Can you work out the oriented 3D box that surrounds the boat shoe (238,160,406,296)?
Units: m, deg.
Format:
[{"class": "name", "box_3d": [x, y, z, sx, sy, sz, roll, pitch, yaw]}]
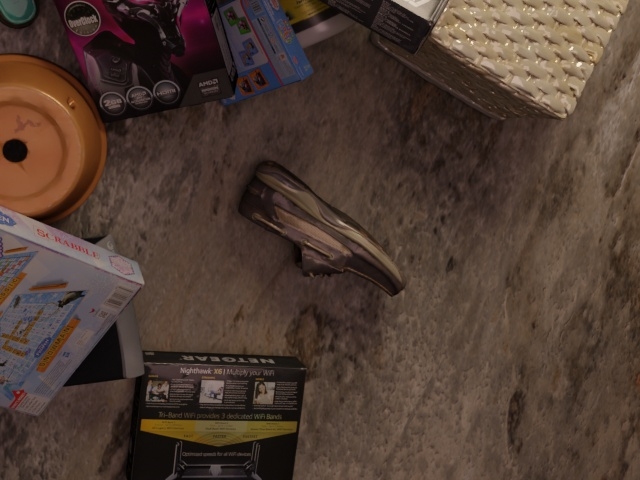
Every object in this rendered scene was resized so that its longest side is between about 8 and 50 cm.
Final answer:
[{"class": "boat shoe", "box_3d": [0.000, 0.000, 1.574, 0.355, 0.132, 0.130, 38, 97, -12]}]

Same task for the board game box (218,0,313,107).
[{"class": "board game box", "box_3d": [-0.126, -0.320, 1.419, 0.039, 0.211, 0.160, -43, 113, -38]}]

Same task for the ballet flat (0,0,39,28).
[{"class": "ballet flat", "box_3d": [-0.514, -0.466, 1.312, 0.095, 0.096, 0.280, -18, 115, -18]}]

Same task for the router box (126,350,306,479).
[{"class": "router box", "box_3d": [-0.194, 0.336, 1.585, 0.309, 0.081, 0.243, 6, 98, -19]}]

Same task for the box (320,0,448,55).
[{"class": "box", "box_3d": [0.044, -0.497, 1.243, 0.395, 0.097, 0.318, 30, 69, -1]}]

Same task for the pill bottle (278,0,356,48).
[{"class": "pill bottle", "box_3d": [-0.070, -0.491, 1.412, 0.188, 0.188, 0.334, -28, 107, -11]}]

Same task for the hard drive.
[{"class": "hard drive", "box_3d": [-0.406, 0.126, 1.456, 0.172, 0.054, 0.255, -8, 101, 11]}]

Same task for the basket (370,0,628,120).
[{"class": "basket", "box_3d": [0.323, -0.421, 1.515, 0.331, 0.266, 0.328, 26, 92, -19]}]

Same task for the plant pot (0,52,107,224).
[{"class": "plant pot", "box_3d": [-0.478, -0.147, 1.336, 0.291, 0.203, 0.291, -3, 102, -17]}]

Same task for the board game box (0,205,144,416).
[{"class": "board game box", "box_3d": [-0.494, 0.109, 1.311, 0.318, 0.066, 0.319, 28, 110, -39]}]

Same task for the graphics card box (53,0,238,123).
[{"class": "graphics card box", "box_3d": [-0.287, -0.379, 1.317, 0.233, 0.094, 0.371, -10, 125, 6]}]
